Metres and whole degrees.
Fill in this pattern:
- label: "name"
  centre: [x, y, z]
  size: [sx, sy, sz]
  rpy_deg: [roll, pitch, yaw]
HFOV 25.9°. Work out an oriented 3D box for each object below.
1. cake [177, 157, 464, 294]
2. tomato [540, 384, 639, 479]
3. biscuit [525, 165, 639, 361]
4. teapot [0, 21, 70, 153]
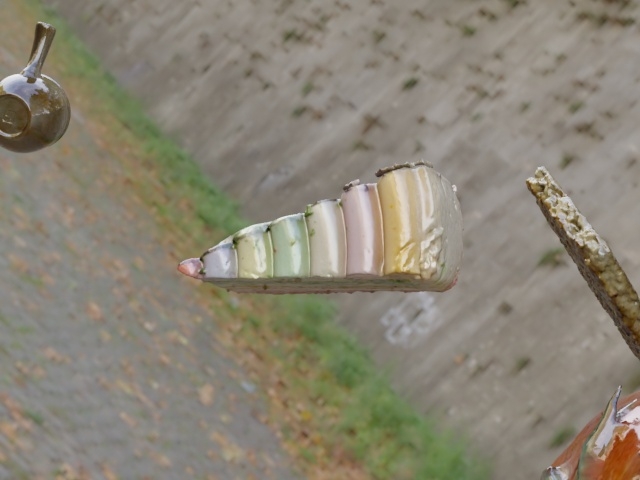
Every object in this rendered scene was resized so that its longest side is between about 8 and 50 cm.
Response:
- label: "cake"
  centre: [0.006, 0.020, 1.104]
  size: [0.109, 0.225, 0.090]
  rpy_deg: [17, 55, -66]
- label: "tomato"
  centre: [0.271, 0.268, 0.958]
  size: [0.272, 0.341, 0.341]
  rpy_deg: [13, 5, -9]
- label: "biscuit"
  centre: [0.228, 0.051, 1.049]
  size: [0.231, 0.025, 0.131]
  rpy_deg: [51, 7, -33]
- label: "teapot"
  centre: [-0.253, -0.130, 1.168]
  size: [0.085, 0.110, 0.080]
  rpy_deg: [13, 11, 4]
